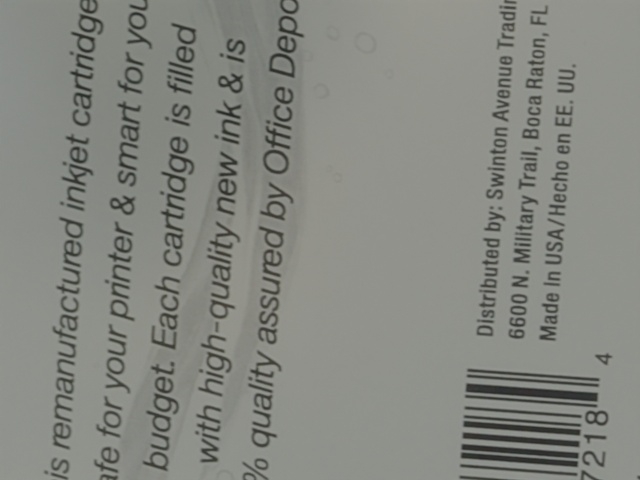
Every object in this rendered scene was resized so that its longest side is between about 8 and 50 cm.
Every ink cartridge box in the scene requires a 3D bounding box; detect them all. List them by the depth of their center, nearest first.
[{"bbox_3d":[0.000,0.000,0.366,0.115,0.273,0.198,-29,-56,-86],"label":"ink cartridge box"}]
